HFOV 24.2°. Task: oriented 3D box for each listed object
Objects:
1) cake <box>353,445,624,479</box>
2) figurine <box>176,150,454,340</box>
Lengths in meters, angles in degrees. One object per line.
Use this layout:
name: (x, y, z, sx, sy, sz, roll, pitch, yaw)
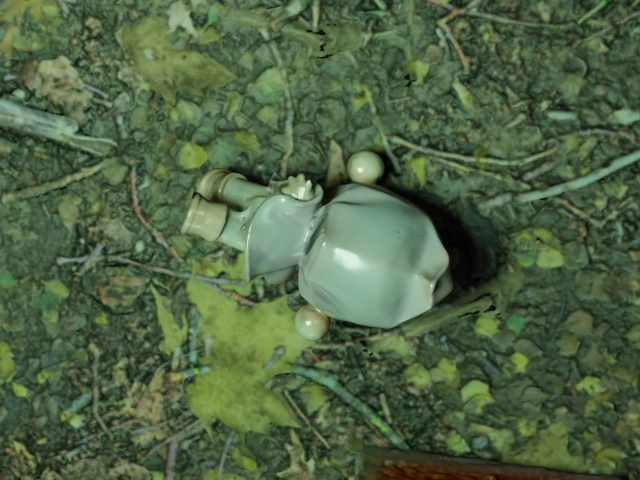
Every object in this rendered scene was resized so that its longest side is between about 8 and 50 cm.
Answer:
cake: (0.163, 0.355, 1.495, 0.309, 0.237, 0.230, 4, 110, 8)
figurine: (0.001, 0.000, 1.475, 0.276, 0.133, 0.200, 18, 92, 4)
